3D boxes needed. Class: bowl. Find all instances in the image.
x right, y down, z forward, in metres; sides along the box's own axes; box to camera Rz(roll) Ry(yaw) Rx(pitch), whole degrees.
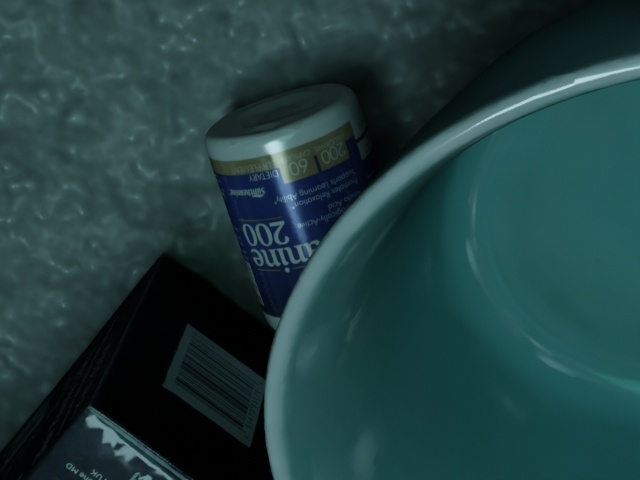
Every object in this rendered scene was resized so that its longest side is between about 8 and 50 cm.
[{"bbox_3d":[0.143,0.027,0.558,0.312,0.163,0.311,4,126,5],"label":"bowl"}]

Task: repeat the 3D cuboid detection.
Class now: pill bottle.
[{"bbox_3d":[0.000,0.000,0.629,0.067,0.067,0.120,-15,109,9],"label":"pill bottle"}]

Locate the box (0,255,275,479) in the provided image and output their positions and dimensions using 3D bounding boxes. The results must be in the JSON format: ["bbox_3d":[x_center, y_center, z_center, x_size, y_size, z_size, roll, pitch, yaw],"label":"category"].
[{"bbox_3d":[-0.090,0.113,0.631,0.093,0.156,0.158,37,109,-9],"label":"box"}]
